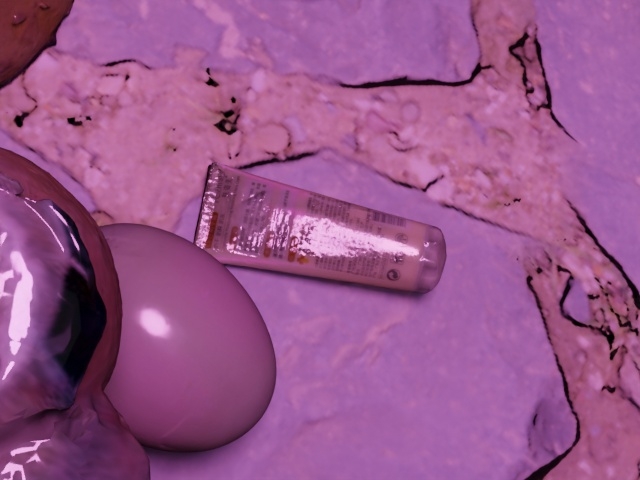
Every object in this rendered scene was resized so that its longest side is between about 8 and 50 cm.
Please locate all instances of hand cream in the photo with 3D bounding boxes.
[{"bbox_3d":[0.000,0.000,0.769,0.143,0.039,0.061,13,79,-4],"label":"hand cream"}]

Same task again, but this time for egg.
[{"bbox_3d":[-0.084,0.050,0.689,0.135,0.103,0.103,40,68,-2],"label":"egg"}]

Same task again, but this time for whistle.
[{"bbox_3d":[-0.135,0.095,0.571,0.189,0.189,0.347,-34,84,-22],"label":"whistle"}]

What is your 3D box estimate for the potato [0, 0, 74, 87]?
[{"bbox_3d":[-0.164,-0.179,0.734,0.101,0.089,0.172,-12,78,-22],"label":"potato"}]
